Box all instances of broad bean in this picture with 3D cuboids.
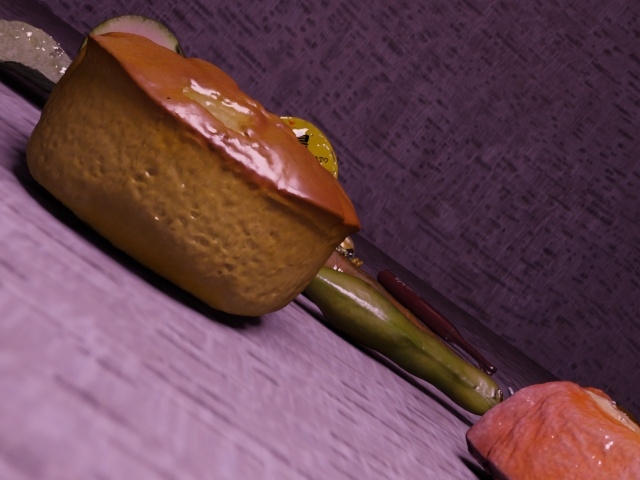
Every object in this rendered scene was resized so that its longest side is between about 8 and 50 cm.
[{"bbox_3d":[0.097,0.115,0.923,0.325,0.067,0.075,34,13,-5],"label":"broad bean"}]

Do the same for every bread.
[{"bbox_3d":[0.254,0.220,0.687,0.190,0.123,0.244,35,5,-31],"label":"bread"},{"bbox_3d":[-0.098,-0.057,0.681,0.269,0.148,0.270,37,4,-3],"label":"bread"}]

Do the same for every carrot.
[{"bbox_3d":[0.076,0.095,1.028,0.342,0.070,0.070,38,4,-16],"label":"carrot"}]

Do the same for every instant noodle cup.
[{"bbox_3d":[-0.078,-0.118,1.455,0.182,0.182,0.144,35,-5,-17],"label":"instant noodle cup"}]

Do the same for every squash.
[{"bbox_3d":[-0.291,-0.260,1.362,0.170,0.170,0.123,37,-8,15],"label":"squash"}]

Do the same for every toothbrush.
[{"bbox_3d":[0.227,0.158,1.700,0.041,0.041,0.364,32,6,-44],"label":"toothbrush"}]

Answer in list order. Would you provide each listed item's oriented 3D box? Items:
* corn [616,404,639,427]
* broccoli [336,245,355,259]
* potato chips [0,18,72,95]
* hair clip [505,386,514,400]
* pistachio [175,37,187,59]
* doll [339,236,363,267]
[{"bbox_3d":[0.611,0.394,1.855,0.261,0.097,0.097,28,8,-35],"label":"corn"},{"bbox_3d":[0.000,0.000,1.268,0.095,0.092,0.097,49,-20,-28],"label":"broccoli"},{"bbox_3d":[-0.318,-0.186,0.973,0.167,0.059,0.228,23,17,-44],"label":"potato chips"},{"bbox_3d":[0.297,0.254,1.222,0.115,0.039,0.030,38,9,-13],"label":"hair clip"},{"bbox_3d":[-0.319,-0.300,1.610,0.212,0.163,0.260,12,29,-24],"label":"pistachio"},{"bbox_3d":[0.016,-0.024,1.660,0.188,0.096,0.145,46,11,-6],"label":"doll"}]
